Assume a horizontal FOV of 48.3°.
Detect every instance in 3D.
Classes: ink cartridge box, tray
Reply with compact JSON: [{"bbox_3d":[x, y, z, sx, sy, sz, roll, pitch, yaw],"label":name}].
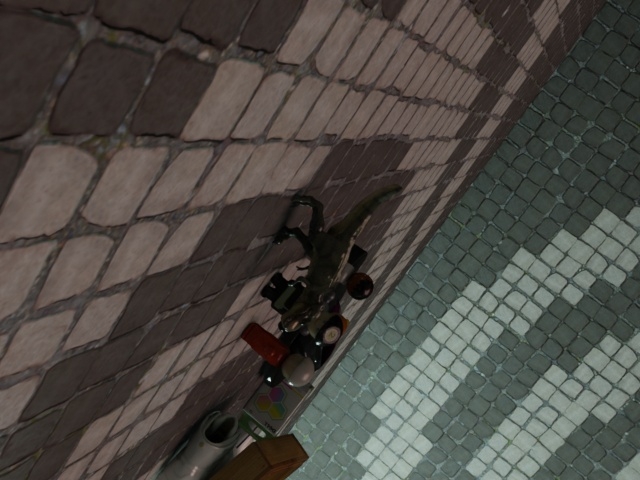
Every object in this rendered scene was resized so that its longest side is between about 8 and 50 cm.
[{"bbox_3d":[-0.123,0.426,1.833,0.209,0.109,0.062,-52,168,2],"label":"ink cartridge box"},{"bbox_3d":[-0.226,0.572,1.515,0.411,0.076,0.203,-43,159,9],"label":"tray"}]

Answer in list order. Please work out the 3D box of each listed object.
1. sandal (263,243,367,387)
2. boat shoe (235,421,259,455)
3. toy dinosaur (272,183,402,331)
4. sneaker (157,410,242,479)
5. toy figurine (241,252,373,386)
[{"bbox_3d":[-0.005,0.206,1.630,0.168,0.107,0.445,-35,160,-56],"label":"sandal"},{"bbox_3d":[-0.242,0.659,1.943,0.367,0.157,0.136,-55,170,8],"label":"boat shoe"},{"bbox_3d":[0.000,0.000,0.999,0.268,0.118,0.064,-58,167,24],"label":"toy dinosaur"},{"bbox_3d":[-0.215,0.443,1.536,0.169,0.108,0.292,-51,168,7],"label":"sneaker"},{"bbox_3d":[-0.014,0.129,1.262,0.209,0.148,0.213,-40,163,-47],"label":"toy figurine"}]
